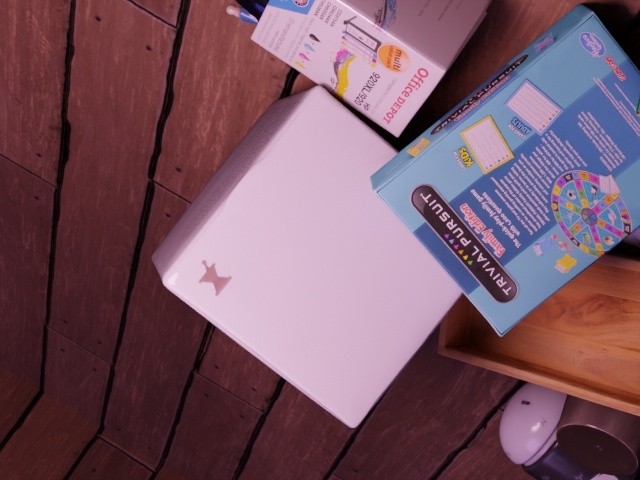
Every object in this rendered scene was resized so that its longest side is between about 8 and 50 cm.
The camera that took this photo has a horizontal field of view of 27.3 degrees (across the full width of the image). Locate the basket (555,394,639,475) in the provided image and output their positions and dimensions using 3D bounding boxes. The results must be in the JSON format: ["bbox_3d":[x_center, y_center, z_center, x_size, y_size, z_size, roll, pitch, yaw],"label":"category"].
[{"bbox_3d":[0.453,0.225,1.980,0.204,0.227,0.154,-4,133,46],"label":"basket"}]

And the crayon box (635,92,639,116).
[{"bbox_3d":[0.512,-0.160,1.455,0.165,0.081,0.278,27,161,-28],"label":"crayon box"}]

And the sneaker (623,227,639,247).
[{"bbox_3d":[0.424,-0.044,1.764,0.115,0.090,0.232,-4,133,50],"label":"sneaker"}]

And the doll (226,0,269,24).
[{"bbox_3d":[-0.093,-0.345,1.843,0.189,0.046,0.129,40,140,-24],"label":"doll"}]

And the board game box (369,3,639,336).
[{"bbox_3d":[0.270,-0.084,1.627,0.254,0.336,0.079,48,-170,-15],"label":"board game box"}]

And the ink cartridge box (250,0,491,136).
[{"bbox_3d":[0.068,-0.285,1.663,0.233,0.168,0.171,34,149,-2],"label":"ink cartridge box"}]

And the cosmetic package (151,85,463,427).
[{"bbox_3d":[-0.012,0.012,1.870,0.327,0.329,0.394,39,177,-10],"label":"cosmetic package"}]

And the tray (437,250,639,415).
[{"bbox_3d":[0.346,0.105,1.872,0.076,0.202,0.411,0,-171,-41],"label":"tray"}]

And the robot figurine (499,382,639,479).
[{"bbox_3d":[0.438,0.347,2.227,0.278,0.173,0.209,34,119,-2],"label":"robot figurine"}]
